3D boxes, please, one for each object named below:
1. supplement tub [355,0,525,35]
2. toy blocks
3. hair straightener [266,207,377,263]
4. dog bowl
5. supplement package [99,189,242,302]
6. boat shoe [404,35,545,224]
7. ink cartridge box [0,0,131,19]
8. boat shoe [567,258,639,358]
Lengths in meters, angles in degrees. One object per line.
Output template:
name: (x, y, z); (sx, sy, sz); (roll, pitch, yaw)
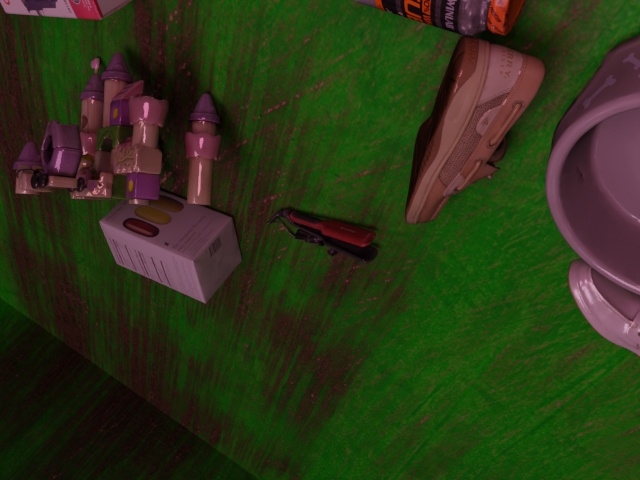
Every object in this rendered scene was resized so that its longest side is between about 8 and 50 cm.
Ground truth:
supplement tub: (0.130, -0.298, 0.776); (0.190, 0.117, 0.117); (24, 142, 20)
toy blocks: (-0.357, -0.200, 1.193); (0.288, 0.308, 0.260); (4, 90, 48)
hair straightener: (0.000, 0.000, 1.267); (0.230, 0.047, 0.089); (15, 138, 29)
dog bowl: (0.416, -0.061, 0.784); (0.348, 0.102, 0.349); (26, 145, 19)
supplement package: (-0.307, 0.002, 1.454); (0.244, 0.139, 0.134); (20, 142, 23)
boat shoe: (0.187, -0.116, 0.920); (0.110, 0.122, 0.341); (11, 153, -1)
ink cartridge box: (-0.425, -0.448, 1.101); (0.237, 0.100, 0.172); (13, 136, 30)
boat shoe: (0.457, 0.108, 0.959); (0.277, 0.098, 0.096); (37, 145, -14)
